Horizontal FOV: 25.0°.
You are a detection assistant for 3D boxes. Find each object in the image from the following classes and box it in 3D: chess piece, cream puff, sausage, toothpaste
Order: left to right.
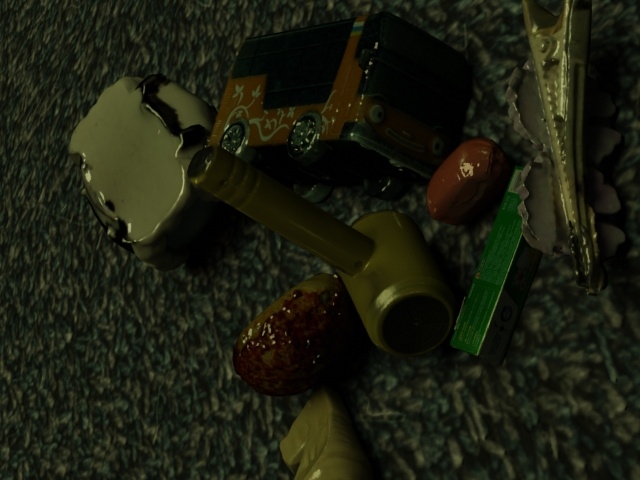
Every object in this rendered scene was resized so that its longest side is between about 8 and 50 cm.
[{"bbox_3d":[-0.019,0.099,1.432,0.084,0.149,0.149,49,118,7],"label":"cream puff"},{"bbox_3d":[0.011,0.224,1.376,0.090,0.090,0.200,-54,28,18],"label":"chess piece"},{"bbox_3d":[0.139,-0.055,1.361,0.094,0.059,0.054,-47,19,28],"label":"sausage"},{"bbox_3d":[0.170,0.021,1.304,0.043,0.037,0.179,17,86,50],"label":"toothpaste"}]

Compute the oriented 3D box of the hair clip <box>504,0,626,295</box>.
[{"bbox_3d":[0.216,-0.084,1.243,0.084,0.106,0.292,-36,49,53],"label":"hair clip"}]

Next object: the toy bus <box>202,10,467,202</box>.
[{"bbox_3d":[0.016,-0.137,1.499,0.275,0.138,0.167,2,72,54],"label":"toy bus"}]

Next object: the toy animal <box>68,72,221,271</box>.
[{"bbox_3d":[-0.182,-0.081,1.705,0.204,0.156,0.208,-50,56,17],"label":"toy animal"}]

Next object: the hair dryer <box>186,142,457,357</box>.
[{"bbox_3d":[0.000,0.000,1.309,0.090,0.278,0.135,-49,31,18],"label":"hair dryer"}]
